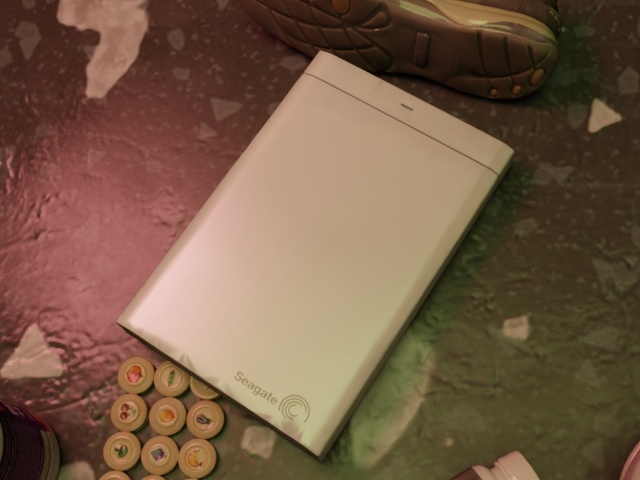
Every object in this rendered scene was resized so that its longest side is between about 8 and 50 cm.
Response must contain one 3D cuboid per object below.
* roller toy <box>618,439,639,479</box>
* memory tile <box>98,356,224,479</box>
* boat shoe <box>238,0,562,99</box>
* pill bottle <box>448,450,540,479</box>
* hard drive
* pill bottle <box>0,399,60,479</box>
[{"bbox_3d":[0.338,0.224,0.681,0.209,0.146,0.191,-1,78,14],"label":"roller toy"},{"bbox_3d":[-0.149,0.185,0.818,0.113,0.012,0.148,5,71,7],"label":"memory tile"},{"bbox_3d":[0.078,-0.256,0.903,0.356,0.132,0.130,19,64,3],"label":"boat shoe"},{"bbox_3d":[0.125,0.241,0.734,0.137,0.078,0.078,-28,70,-5],"label":"pill bottle"},{"bbox_3d":[0.000,0.000,0.843,0.233,0.047,0.353,31,74,15],"label":"hard drive"},{"bbox_3d":[-0.309,0.184,0.739,0.108,0.193,0.108,-2,70,5],"label":"pill bottle"}]
